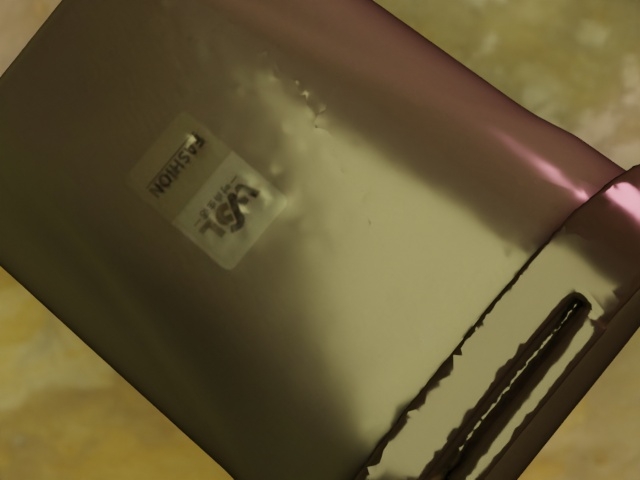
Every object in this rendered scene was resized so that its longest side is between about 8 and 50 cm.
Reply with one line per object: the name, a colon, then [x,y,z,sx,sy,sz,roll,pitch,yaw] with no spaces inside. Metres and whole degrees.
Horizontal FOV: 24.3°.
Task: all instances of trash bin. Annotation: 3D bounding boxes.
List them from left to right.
trash bin: [0.000,0.000,0.610,0.250,0.219,0.220,39,90,3]
